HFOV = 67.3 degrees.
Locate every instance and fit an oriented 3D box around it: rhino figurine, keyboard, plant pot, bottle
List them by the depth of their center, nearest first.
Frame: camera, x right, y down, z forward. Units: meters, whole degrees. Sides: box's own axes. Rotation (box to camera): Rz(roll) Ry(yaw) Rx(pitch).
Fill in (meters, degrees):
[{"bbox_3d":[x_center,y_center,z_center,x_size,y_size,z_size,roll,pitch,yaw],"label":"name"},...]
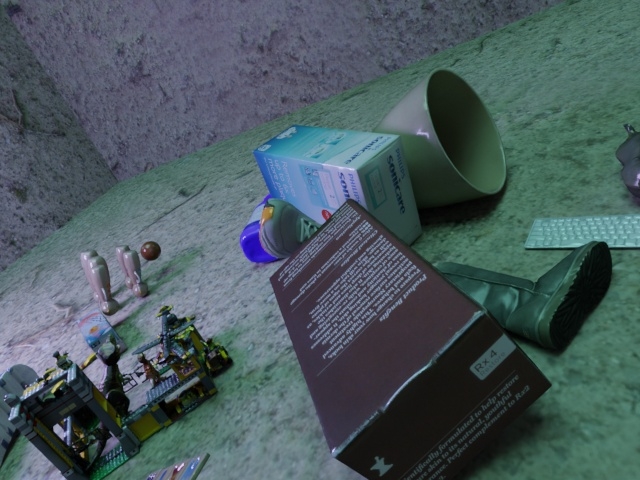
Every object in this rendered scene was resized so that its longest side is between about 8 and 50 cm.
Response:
[{"bbox_3d":[0.428,-0.013,0.683,0.256,0.014,0.072,-2,34,43],"label":"keyboard"},{"bbox_3d":[0.530,-0.138,0.760,0.106,0.073,0.243,-8,29,30],"label":"rhino figurine"},{"bbox_3d":[0.187,-0.164,0.985,0.274,0.256,0.256,-25,19,43],"label":"plant pot"},{"bbox_3d":[-0.114,-0.052,1.197,0.118,0.092,0.283,-13,27,13],"label":"bottle"}]

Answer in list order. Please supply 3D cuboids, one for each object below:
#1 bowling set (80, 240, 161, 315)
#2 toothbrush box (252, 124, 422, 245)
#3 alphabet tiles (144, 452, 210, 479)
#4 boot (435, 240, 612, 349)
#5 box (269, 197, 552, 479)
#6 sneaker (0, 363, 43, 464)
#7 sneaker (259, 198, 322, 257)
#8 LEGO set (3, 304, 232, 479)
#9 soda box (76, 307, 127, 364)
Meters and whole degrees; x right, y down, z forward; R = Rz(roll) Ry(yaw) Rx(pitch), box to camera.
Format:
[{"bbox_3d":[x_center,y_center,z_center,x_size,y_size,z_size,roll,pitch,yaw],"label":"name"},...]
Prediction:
[{"bbox_3d":[-0.507,0.099,1.271,0.199,0.154,0.287,-16,17,-25],"label":"bowling set"},{"bbox_3d":[0.031,-0.096,0.943,0.295,0.216,0.126,19,49,43],"label":"toothbrush box"},{"bbox_3d":[-0.231,0.341,0.528,0.237,0.009,0.198,-36,14,39],"label":"alphabet tiles"},{"bbox_3d":[0.257,0.058,0.659,0.189,0.076,0.208,-36,19,-25],"label":"boot"},{"bbox_3d":[0.071,0.099,0.608,0.191,0.143,0.381,-45,23,5],"label":"box"},{"bbox_3d":[-0.674,0.376,0.886,0.182,0.128,0.315,-26,17,9],"label":"sneaker"},{"bbox_3d":[0.000,0.000,0.820,0.121,0.262,0.099,-1,69,29],"label":"sneaker"},{"bbox_3d":[-0.334,0.207,0.779,0.331,0.192,0.255,-30,25,-8],"label":"LEGO set"},{"bbox_3d":[-0.497,0.212,1.086,0.058,0.063,0.183,-38,27,-24],"label":"soda box"}]
